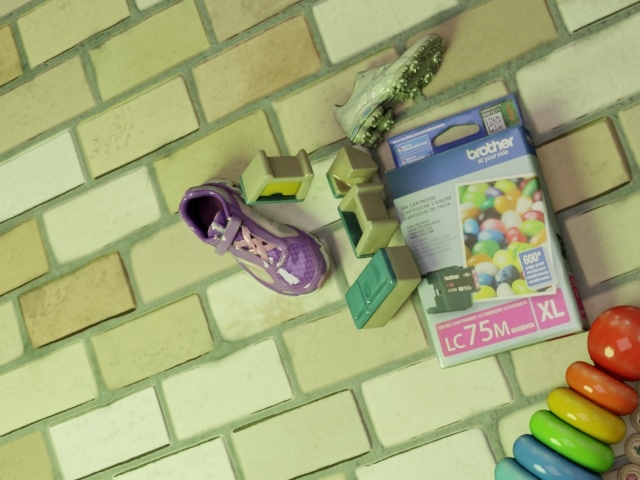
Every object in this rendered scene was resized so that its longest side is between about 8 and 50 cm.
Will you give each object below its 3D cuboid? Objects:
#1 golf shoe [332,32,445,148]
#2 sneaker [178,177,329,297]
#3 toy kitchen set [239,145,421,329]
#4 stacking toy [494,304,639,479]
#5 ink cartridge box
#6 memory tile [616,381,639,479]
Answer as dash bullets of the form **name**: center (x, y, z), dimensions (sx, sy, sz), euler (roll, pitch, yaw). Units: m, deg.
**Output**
- **golf shoe**: center (0.082, -0.208, 1.468), dimensions (0.176, 0.069, 0.086), euler (-49, 60, 8)
- **sneaker**: center (-0.098, -0.003, 1.505), dimensions (0.236, 0.104, 0.095), euler (34, 98, 20)
- **toy kitchen set**: center (0.000, 0.000, 1.432), dimensions (0.122, 0.166, 0.207), euler (-58, 43, 50)
- **stacking toy**: center (0.300, 0.228, 1.322), dimensions (0.141, 0.141, 0.330), euler (31, 93, 21)
- **ink cartridge box**: center (0.197, -0.014, 1.411), dimensions (0.185, 0.065, 0.311), euler (-18, 78, 20)
- **memory tile**: center (0.414, 0.235, 1.329), dimensions (0.113, 0.012, 0.148), euler (12, 91, 22)
